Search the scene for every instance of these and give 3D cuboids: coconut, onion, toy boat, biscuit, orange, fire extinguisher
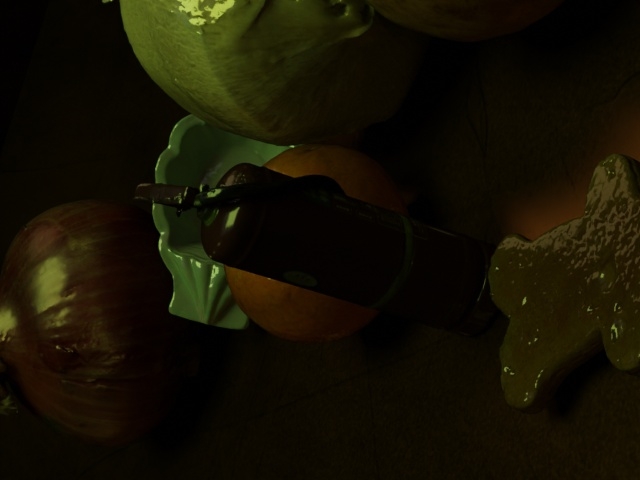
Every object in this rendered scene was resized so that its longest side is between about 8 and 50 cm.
[{"bbox_3d":[-0.035,-0.279,1.644,0.360,0.346,0.346,15,87,52],"label":"coconut"},{"bbox_3d":[-0.303,0.112,2.007,0.353,0.354,0.353,-44,37,46],"label":"onion"},{"bbox_3d":[-0.109,-0.037,1.850,0.100,0.200,0.290,19,-96,-78],"label":"toy boat"},{"bbox_3d":[0.242,0.026,1.194,0.301,0.049,0.196,-42,43,48],"label":"biscuit"},{"bbox_3d":[0.000,0.008,1.565,0.224,0.170,0.224,-28,52,44],"label":"orange"},{"bbox_3d":[0.000,0.000,1.360,0.141,0.341,0.105,-21,55,62],"label":"fire extinguisher"}]

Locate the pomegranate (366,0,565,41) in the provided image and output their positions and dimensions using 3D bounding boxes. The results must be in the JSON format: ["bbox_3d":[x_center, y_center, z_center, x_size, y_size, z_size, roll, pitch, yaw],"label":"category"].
[{"bbox_3d":[0.132,-0.348,1.394,0.322,0.322,0.322,-44,37,46],"label":"pomegranate"}]
